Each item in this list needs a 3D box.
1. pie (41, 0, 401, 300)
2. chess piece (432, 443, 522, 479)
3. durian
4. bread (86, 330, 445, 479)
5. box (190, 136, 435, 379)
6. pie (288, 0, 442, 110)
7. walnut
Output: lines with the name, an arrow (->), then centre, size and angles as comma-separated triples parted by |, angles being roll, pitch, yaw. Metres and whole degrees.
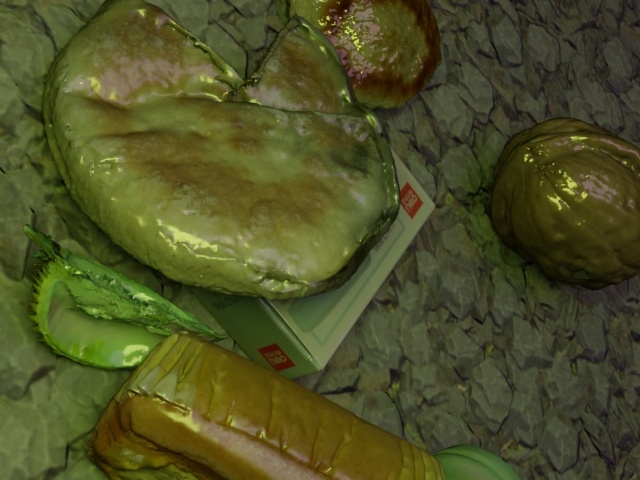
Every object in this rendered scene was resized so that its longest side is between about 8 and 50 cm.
pie -> -0.081, -0.083, 0.969 | 0.337, 0.075, 0.338 | 11, 58, -19
chess piece -> 0.078, 0.305, 0.992 | 0.271, 0.139, 0.139 | -29, 95, -43
durian -> -0.174, 0.045, 0.876 | 0.215, 0.100, 0.086 | 31, 52, -43
bread -> -0.039, 0.183, 0.882 | 0.288, 0.152, 0.119 | 29, 46, -12
box -> 0.000, 0.000, 1.069 | 0.135, 0.079, 0.269 | 52, 48, -15
pie -> 0.049, -0.242, 1.200 | 0.178, 0.084, 0.205 | -3, 80, -43
walnut -> 0.308, -0.043, 1.296 | 0.245, 0.198, 0.198 | 36, 53, -33
